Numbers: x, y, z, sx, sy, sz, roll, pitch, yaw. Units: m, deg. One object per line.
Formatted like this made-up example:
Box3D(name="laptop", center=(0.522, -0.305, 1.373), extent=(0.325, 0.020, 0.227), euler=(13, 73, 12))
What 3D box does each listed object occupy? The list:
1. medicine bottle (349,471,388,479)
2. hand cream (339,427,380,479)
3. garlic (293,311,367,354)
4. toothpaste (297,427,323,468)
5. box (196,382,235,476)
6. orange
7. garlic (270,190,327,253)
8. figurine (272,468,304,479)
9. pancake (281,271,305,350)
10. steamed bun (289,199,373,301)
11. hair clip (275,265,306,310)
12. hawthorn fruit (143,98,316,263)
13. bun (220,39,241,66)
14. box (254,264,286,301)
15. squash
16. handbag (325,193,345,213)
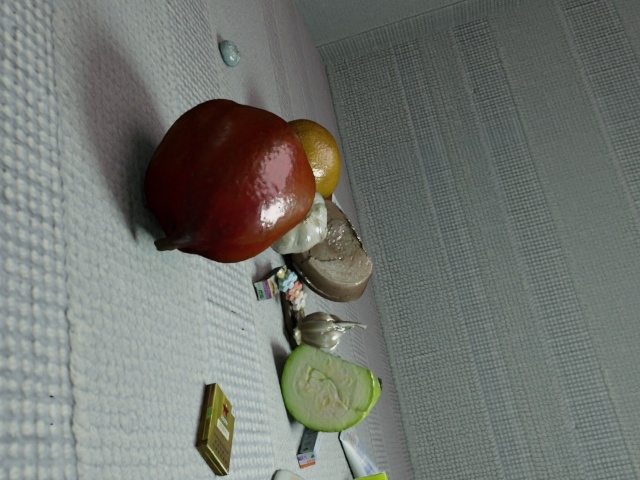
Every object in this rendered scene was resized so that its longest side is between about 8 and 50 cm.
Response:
Box3D(name="medicine bottle", center=(0.149, 0.816, 1.859), extent=(0.250, 0.141, 0.137), euler=(-88, 157, -57))
Box3D(name="hand cream", center=(0.122, 0.704, 2.081), extent=(0.247, 0.083, 0.133), euler=(63, 11, -4))
Box3D(name="garlic", center=(0.030, 0.246, 1.743), extent=(0.131, 0.194, 0.127), euler=(-91, 168, -65))
Box3D(name="toothpaste", center=(-0.019, 0.507, 1.649), extent=(0.196, 0.047, 0.040), euler=(-59, 130, -76))
Box3D(name="box", center=(-0.179, 0.327, 1.126), extent=(0.133, 0.023, 0.090), euler=(-91, 165, -52))
Box3D(name="orange", center=(-0.057, -0.230, 1.964), extent=(0.264, 0.264, 0.264), euler=(-15, 90, -80))
Box3D(name="garlic", center=(-0.094, -0.054, 1.753), extent=(0.212, 0.219, 0.218), euler=(146, -66, -65))
Box3D(name="figurine", center=(-0.011, 0.556, 1.369), extent=(0.250, 0.141, 0.166), euler=(-4, 78, -79))
Box3D(name="pancake", center=(-0.056, 0.236, 1.879), extent=(0.288, 0.033, 0.286), euler=(65, 13, -45))
Box3D(name="steamed bun", center=(0.006, 0.054, 1.948), extent=(0.301, 0.199, 0.251), euler=(57, -25, 14))
Box3D(name="hair clip", center=(-0.071, 0.133, 1.683), extent=(0.062, 0.056, 0.214), euler=(-54, 157, -18))
Box3D(name="hawthorn fruit", center=(-0.156, -0.102, 1.133), extent=(0.311, 0.295, 0.295), euler=(-90, 163, -64))
Box3D(name="bun", center=(-0.254, -0.534, 1.846), extent=(0.083, 0.045, 0.083), euler=(-20, 90, -79))
Box3D(name="box", center=(-0.124, 0.108, 1.664), extent=(0.207, 0.041, 0.049), euler=(-41, 118, -77))
Box3D(name="squash", center=(0.046, 0.369, 1.689), extent=(0.309, 0.234, 0.210), euler=(-3, 110, -75))
Box3D(name="handbag", center=(0.000, 0.000, 2.216), extent=(0.171, 0.151, 0.298), euler=(56, 29, -45))
